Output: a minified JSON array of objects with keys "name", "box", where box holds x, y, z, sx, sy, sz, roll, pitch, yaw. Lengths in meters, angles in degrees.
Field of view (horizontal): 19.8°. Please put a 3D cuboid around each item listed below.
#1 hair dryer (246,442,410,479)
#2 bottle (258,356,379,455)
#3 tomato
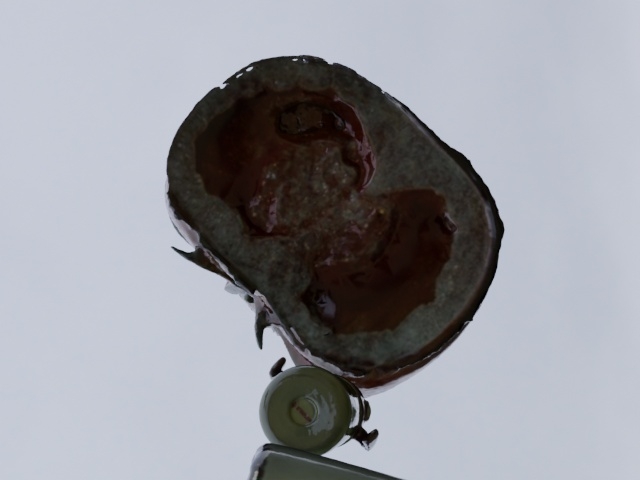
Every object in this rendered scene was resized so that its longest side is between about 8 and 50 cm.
[{"name":"hair dryer","box":[0.037,0.208,0.935,0.362,0.203,0.128,108,177,-73]},{"name":"bottle","box":[0.000,0.087,0.958,0.063,0.047,0.101,64,-172,9]},{"name":"tomato","box":[0.000,0.000,1.179,0.214,0.181,0.155,50,166,6]}]
